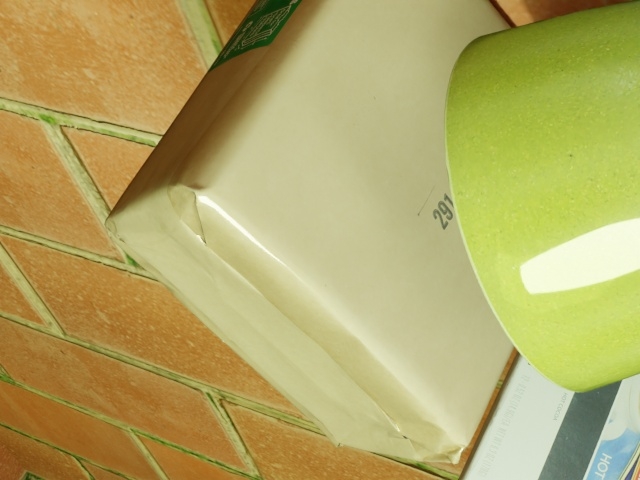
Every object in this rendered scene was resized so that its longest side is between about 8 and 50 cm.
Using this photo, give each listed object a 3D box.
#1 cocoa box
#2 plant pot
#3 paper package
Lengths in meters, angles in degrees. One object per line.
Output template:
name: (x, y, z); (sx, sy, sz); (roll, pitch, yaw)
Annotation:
cocoa box: (0.261, 0.244, 1.123); (0.228, 0.347, 0.231); (25, 150, 11)
plant pot: (0.280, -0.059, 0.762); (0.293, 0.275, 0.275); (-17, 127, 35)
paper package: (0.039, -0.044, 0.912); (0.309, 0.325, 0.168); (45, 149, -24)
